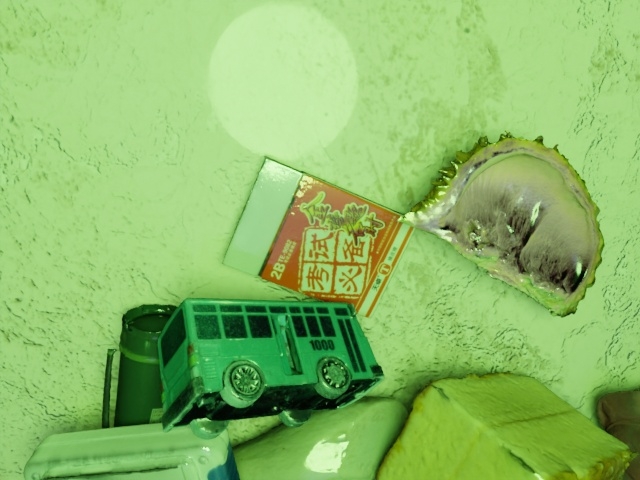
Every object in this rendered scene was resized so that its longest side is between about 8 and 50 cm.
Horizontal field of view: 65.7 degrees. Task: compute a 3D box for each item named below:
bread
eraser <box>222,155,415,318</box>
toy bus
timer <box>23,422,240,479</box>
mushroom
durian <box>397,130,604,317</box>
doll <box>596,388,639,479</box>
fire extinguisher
[{"bbox_3d":[0.234,0.349,0.687,0.279,0.207,0.278,6,111,-40],"label":"bread"},{"bbox_3d":[0.000,0.000,0.685,0.230,0.038,0.157,22,102,-13],"label":"eraser"},{"bbox_3d":[-0.061,0.150,0.623,0.256,0.147,0.128,6,141,-35],"label":"toy bus"},{"bbox_3d":[-0.232,0.326,0.634,0.254,0.078,0.178,-8,110,3],"label":"timer"},{"bbox_3d":[-0.034,0.318,0.732,0.350,0.128,0.128,-13,107,1],"label":"mushroom"},{"bbox_3d":[0.269,-0.031,0.681,0.341,0.112,0.191,27,92,-22],"label":"durian"},{"bbox_3d":[0.557,0.288,0.782,0.256,0.152,0.196,-35,75,-12],"label":"doll"},{"bbox_3d":[-0.244,0.238,0.696,0.118,0.093,0.294,-7,113,-49],"label":"fire extinguisher"}]
